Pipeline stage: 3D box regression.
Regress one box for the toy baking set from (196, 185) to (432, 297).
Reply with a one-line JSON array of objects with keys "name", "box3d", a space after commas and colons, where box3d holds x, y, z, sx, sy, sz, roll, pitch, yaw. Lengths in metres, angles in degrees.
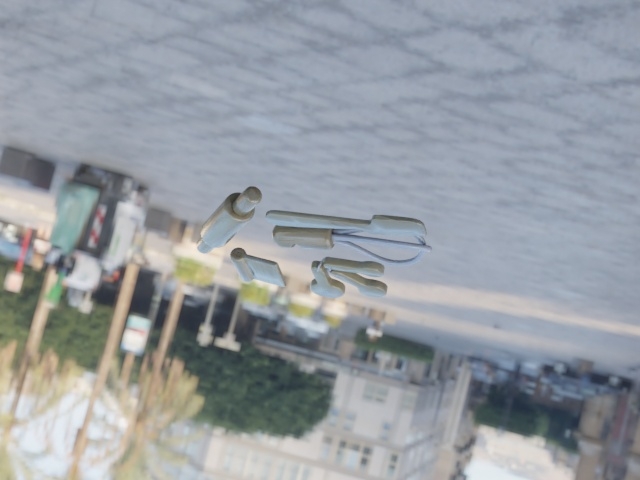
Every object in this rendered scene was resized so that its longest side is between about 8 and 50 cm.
[{"name": "toy baking set", "box3d": [-0.007, -0.001, 1.072, 0.196, 0.030, 0.256, 15, 157, -12]}]
